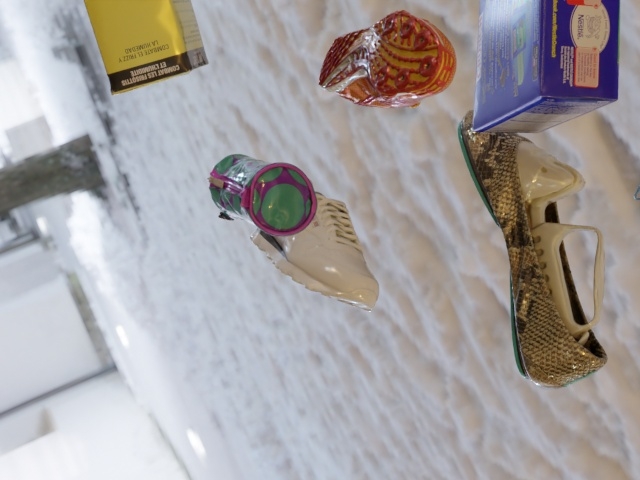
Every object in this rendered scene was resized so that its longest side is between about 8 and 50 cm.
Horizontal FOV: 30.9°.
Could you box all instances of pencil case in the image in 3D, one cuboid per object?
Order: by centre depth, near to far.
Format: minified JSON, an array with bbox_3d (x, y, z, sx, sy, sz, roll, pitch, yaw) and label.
[{"bbox_3d":[-0.055,-0.042,1.034,0.151,0.070,0.064,-161,81,-70],"label":"pencil case"}]

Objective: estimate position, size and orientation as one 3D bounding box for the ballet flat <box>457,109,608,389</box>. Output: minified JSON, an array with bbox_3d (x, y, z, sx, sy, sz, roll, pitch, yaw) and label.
[{"bbox_3d":[0.365,-0.008,1.866,0.182,0.164,0.483,-21,74,35],"label":"ballet flat"}]

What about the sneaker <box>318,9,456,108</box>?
[{"bbox_3d":[0.059,-0.125,0.832,0.175,0.067,0.064,23,94,68],"label":"sneaker"}]

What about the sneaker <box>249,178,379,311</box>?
[{"bbox_3d":[0.000,0.000,1.252,0.090,0.095,0.235,29,-175,-35],"label":"sneaker"}]

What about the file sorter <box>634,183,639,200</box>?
[{"bbox_3d":[0.630,-0.061,1.954,0.170,0.104,0.118,58,147,34],"label":"file sorter"}]

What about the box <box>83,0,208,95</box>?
[{"bbox_3d":[-0.135,-0.215,0.742,0.087,0.058,0.232,-77,-27,-76],"label":"box"}]

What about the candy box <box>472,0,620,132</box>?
[{"bbox_3d":[0.323,-0.307,1.680,0.317,0.122,0.268,165,108,-80],"label":"candy box"}]
